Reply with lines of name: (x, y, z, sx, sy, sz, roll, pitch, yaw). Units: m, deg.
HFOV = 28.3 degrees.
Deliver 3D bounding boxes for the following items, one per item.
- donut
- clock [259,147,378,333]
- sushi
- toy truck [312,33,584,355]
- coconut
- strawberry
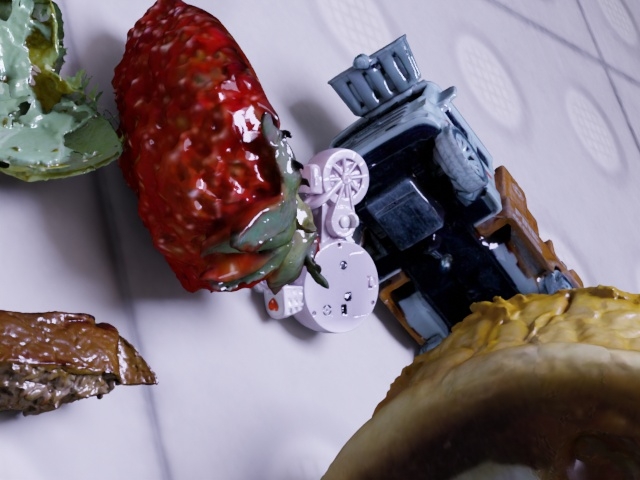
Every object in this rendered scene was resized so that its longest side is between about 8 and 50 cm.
donut: (0.149, 0.185, 0.745, 0.330, 0.330, 0.160, 52, 20, -12)
clock: (0.000, 0.000, 0.877, 0.087, 0.041, 0.129, 1, 91, -34)
sushi: (-0.143, 0.064, 0.652, 0.120, 0.052, 0.055, 10, 57, -51)
toy truck: (0.113, -0.002, 1.006, 0.338, 0.133, 0.184, 50, 22, -19)
coconut: (-0.185, -0.091, 0.719, 0.158, 0.055, 0.133, 36, 34, -24)
strawberry: (-0.084, -0.069, 0.780, 0.228, 0.098, 0.174, 61, -9, 21)
